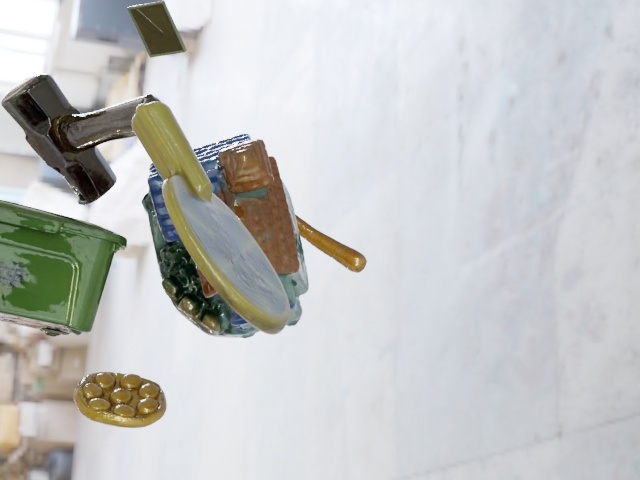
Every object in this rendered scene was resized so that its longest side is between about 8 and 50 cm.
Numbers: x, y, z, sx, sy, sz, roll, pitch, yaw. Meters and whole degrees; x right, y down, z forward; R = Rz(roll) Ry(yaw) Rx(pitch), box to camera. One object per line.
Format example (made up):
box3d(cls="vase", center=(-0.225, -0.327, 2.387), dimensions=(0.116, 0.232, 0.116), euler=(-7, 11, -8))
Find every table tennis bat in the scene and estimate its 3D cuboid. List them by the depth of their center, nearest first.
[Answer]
box3d(cls="table tennis bat", center=(-0.129, -0.029, 1.376), dimensions=(0.050, 0.198, 0.321), euler=(-36, 63, 12))

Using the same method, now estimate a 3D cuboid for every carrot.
box3d(cls="carrot", center=(0.000, 0.000, 2.190), dimensions=(0.037, 0.190, 0.037), euler=(-49, -21, -26))

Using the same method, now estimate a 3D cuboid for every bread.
box3d(cls="bread", center=(-0.223, 0.178, 1.392), dimensions=(0.110, 0.110, 0.024), euler=(-117, 36, -62))

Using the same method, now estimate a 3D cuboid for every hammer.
box3d(cls="hammer", center=(-0.369, -0.192, 2.109), dimensions=(0.409, 0.242, 0.095), euler=(-6, 35, 52))

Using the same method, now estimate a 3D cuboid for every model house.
box3d(cls="model house", center=(-0.154, -0.018, 1.955), dimensions=(0.329, 0.252, 0.294), euler=(94, 164, -75))

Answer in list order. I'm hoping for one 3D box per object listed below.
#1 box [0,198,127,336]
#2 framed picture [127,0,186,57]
box3d(cls="box", center=(-0.482, 0.038, 1.857), dimensions=(0.253, 0.329, 0.177), euler=(-9, 67, 67))
box3d(cls="framed picture", center=(-0.246, -0.318, 1.875), dimensions=(0.089, 0.066, 0.006), euler=(66, -149, -33))
